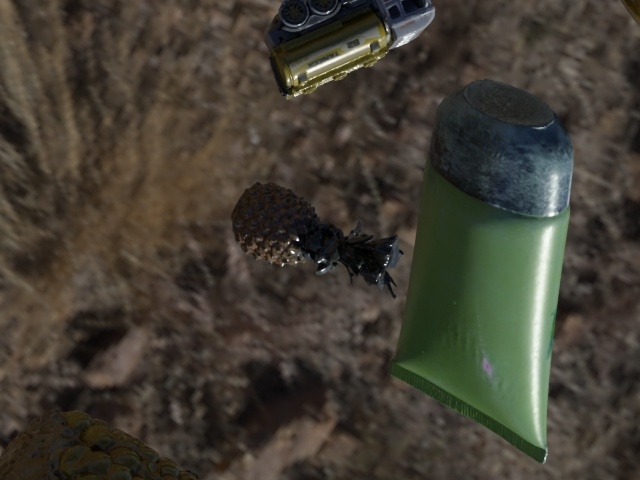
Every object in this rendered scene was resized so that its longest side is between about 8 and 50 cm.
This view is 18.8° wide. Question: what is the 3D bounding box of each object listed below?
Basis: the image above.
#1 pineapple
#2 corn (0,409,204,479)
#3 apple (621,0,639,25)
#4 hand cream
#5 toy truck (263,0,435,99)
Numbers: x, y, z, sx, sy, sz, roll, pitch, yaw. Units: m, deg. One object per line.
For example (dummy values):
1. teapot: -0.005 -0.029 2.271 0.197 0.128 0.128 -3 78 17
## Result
1. pineapple: 0.000 0.000 1.306 0.058 0.124 0.058 -31 130 -45
2. corn: -0.042 0.210 1.042 0.322 0.119 0.119 38 84 -16
3. apple: 0.265 -0.193 1.242 0.146 0.147 0.163 -44 155 -45
4. hand cream: 0.075 0.012 0.873 0.046 0.095 0.175 -33 139 -39
5. toy truck: 0.018 -0.146 1.325 0.123 0.052 0.063 -24 87 -10
